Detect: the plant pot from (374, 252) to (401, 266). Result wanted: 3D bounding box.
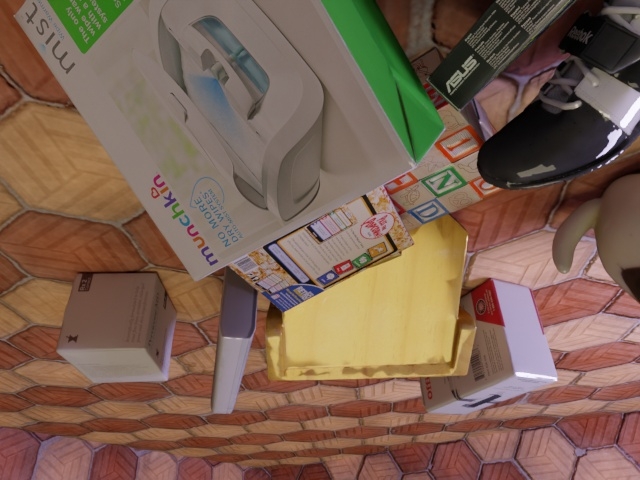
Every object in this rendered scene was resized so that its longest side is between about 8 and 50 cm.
[{"bbox_3d":[0.060,-0.007,0.713,0.083,0.081,0.081,-31,108,23],"label":"plant pot"}]

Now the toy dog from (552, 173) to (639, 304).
[{"bbox_3d":[0.543,0.077,0.622,0.396,0.407,0.284,-2,146,-1],"label":"toy dog"}]

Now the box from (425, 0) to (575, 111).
[{"bbox_3d":[0.188,-0.205,0.389,0.045,0.184,0.190,47,138,3],"label":"box"}]

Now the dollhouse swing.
[{"bbox_3d":[0.077,0.079,0.918,0.347,0.304,0.315,-2,-172,-2],"label":"dollhouse swing"}]

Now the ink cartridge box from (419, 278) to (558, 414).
[{"bbox_3d":[0.325,0.232,1.040,0.114,0.196,0.273,13,144,-23],"label":"ink cartridge box"}]

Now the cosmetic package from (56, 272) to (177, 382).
[{"bbox_3d":[-0.373,0.169,0.943,0.152,0.151,0.183,0,148,-3],"label":"cosmetic package"}]

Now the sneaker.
[{"bbox_3d":[0.280,-0.180,0.465,0.331,0.122,0.146,-34,125,8],"label":"sneaker"}]

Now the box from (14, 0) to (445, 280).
[{"bbox_3d":[-0.069,-0.136,0.406,0.231,0.127,0.261,-25,102,31],"label":"box"}]

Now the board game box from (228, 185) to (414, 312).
[{"bbox_3d":[0.000,0.000,0.593,0.194,0.045,0.146,-28,141,8],"label":"board game box"}]

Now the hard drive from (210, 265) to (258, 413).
[{"bbox_3d":[-0.138,0.114,0.797,0.047,0.232,0.353,6,146,-10],"label":"hard drive"}]

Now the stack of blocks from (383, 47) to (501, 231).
[{"bbox_3d":[0.074,-0.131,0.566,0.171,0.087,0.297,-26,140,32],"label":"stack of blocks"}]
